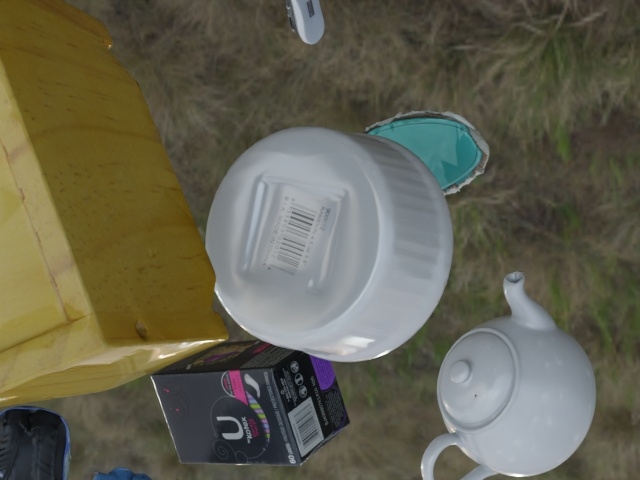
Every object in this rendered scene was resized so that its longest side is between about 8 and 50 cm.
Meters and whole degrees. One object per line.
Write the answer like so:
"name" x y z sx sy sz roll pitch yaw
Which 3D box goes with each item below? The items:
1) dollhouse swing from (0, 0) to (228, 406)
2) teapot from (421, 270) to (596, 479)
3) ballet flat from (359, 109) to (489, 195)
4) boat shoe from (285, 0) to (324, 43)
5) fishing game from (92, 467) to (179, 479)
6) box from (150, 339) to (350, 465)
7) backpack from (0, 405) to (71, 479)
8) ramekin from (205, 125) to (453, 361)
"dollhouse swing" -0.320 -0.007 0.861 0.305 0.347 0.315 -28 168 15
"teapot" 0.257 0.219 1.438 0.187 0.256 0.252 21 139 -36
"ballet flat" 0.089 -0.111 1.569 0.408 0.147 0.147 -15 148 31
"boat shoe" -0.044 -0.512 2.031 0.076 0.080 0.228 34 154 34
"fishing game" -0.274 0.414 1.419 0.041 0.189 0.264 -39 160 24
"box" -0.115 0.258 1.590 0.270 0.165 0.143 -10 -169 39
"backpack" -0.349 0.255 1.175 0.105 0.114 0.084 8 172 -9
"ramekin" 0.000 0.000 1.137 0.277 0.277 0.135 -13 166 29
